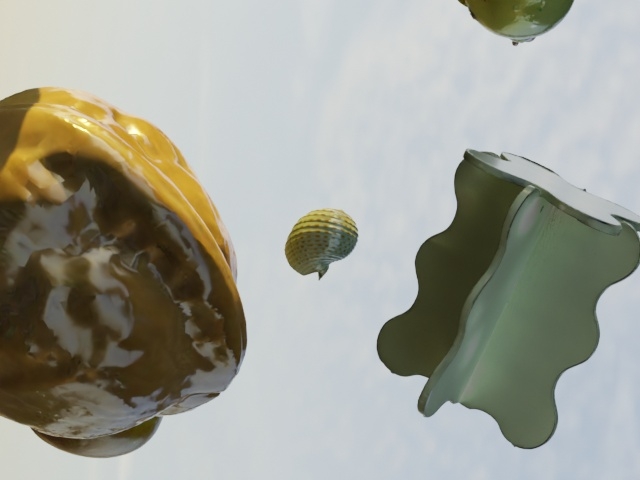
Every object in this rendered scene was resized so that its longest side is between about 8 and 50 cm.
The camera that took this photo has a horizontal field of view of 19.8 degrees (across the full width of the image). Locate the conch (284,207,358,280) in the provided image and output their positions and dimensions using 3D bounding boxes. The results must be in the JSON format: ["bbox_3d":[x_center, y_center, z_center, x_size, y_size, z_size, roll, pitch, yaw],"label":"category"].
[{"bbox_3d":[0.001,-0.004,1.983,0.085,0.076,0.056,-60,162,-46],"label":"conch"}]

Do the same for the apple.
[{"bbox_3d":[-0.265,0.187,2.177,0.163,0.147,0.146,-22,-116,26],"label":"apple"}]

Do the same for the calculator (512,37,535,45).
[{"bbox_3d":[0.304,-0.357,2.599,0.100,0.032,0.175,-109,-144,-70],"label":"calculator"}]

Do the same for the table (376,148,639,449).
[{"bbox_3d":[0.143,0.046,1.434,0.198,0.166,0.166,-65,-161,12],"label":"table"}]

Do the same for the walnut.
[{"bbox_3d":[-0.269,0.029,1.929,0.383,0.384,0.383,-174,-90,-75],"label":"walnut"}]

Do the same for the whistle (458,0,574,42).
[{"bbox_3d":[0.213,-0.300,2.166,0.294,0.141,0.141,-169,-95,-77],"label":"whistle"}]
